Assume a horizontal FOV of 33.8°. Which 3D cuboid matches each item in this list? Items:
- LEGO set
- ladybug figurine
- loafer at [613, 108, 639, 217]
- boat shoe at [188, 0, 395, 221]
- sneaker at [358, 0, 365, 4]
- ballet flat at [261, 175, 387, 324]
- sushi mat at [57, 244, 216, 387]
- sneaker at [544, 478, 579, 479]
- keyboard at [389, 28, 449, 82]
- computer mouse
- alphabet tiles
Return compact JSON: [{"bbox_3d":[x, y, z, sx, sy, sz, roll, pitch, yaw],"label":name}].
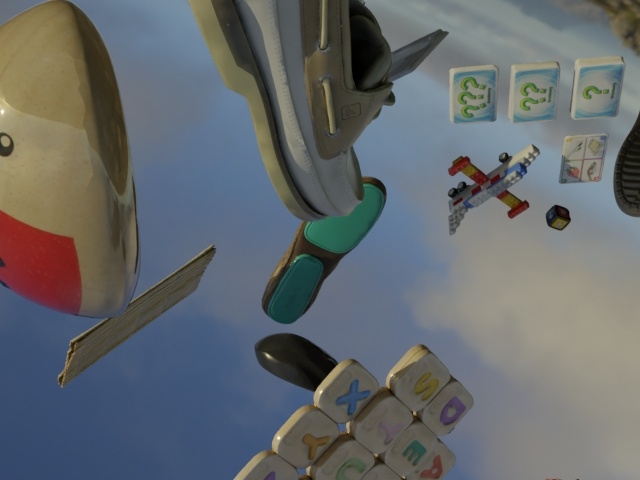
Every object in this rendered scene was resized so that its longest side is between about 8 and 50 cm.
[{"bbox_3d":[0.233,-0.089,1.166,0.182,0.244,0.060,-3,-132,3],"label":"LEGO set"},{"bbox_3d":[-0.289,-0.065,1.109,0.162,0.449,0.305,-11,-112,-14],"label":"ladybug figurine"},{"bbox_3d":[0.511,-0.149,1.572,0.102,0.268,0.092,14,164,29],"label":"loafer"},{"bbox_3d":[0.000,-0.109,0.718,0.302,0.103,0.113,62,-165,-60],"label":"boat shoe"},{"bbox_3d":[0.004,-0.266,1.068,0.114,0.152,0.305,5,170,-3],"label":"sneaker"},{"bbox_3d":[0.000,0.000,1.913,0.116,0.342,0.124,24,-155,-16],"label":"ballet flat"},{"bbox_3d":[-0.299,0.120,1.722,0.019,0.151,0.316,46,-129,9],"label":"sushi mat"},{"bbox_3d":[0.193,0.228,0.821,0.118,0.042,0.067,66,-167,-49],"label":"sneaker"},{"bbox_3d":[0.064,-0.197,1.268,0.014,0.072,0.256,43,159,-16],"label":"keyboard"},{"bbox_3d":[0.041,0.156,1.179,0.242,0.041,0.071,21,-168,-4],"label":"computer mouse"},{"bbox_3d":[0.035,0.236,1.052,0.021,0.284,0.278,38,173,41],"label":"alphabet tiles"}]
